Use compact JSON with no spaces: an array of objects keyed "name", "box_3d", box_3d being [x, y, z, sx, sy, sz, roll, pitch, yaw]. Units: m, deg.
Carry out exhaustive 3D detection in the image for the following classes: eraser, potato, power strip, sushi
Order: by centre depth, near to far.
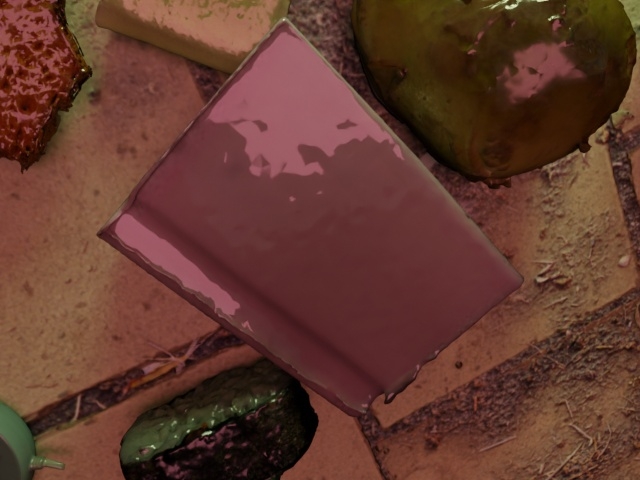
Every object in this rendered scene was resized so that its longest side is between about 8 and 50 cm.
[{"name":"potato","box_3d":[0.190,-0.211,0.456,0.300,0.196,0.246,44,88,-15]},{"name":"eraser","box_3d":[0.000,0.000,0.469,0.359,0.122,0.272,40,101,-19]},{"name":"power strip","box_3d":[-0.414,0.248,0.492,0.216,0.044,0.137,26,94,-15]},{"name":"sushi","box_3d":[-0.115,0.241,0.515,0.225,0.124,0.127,-24,106,-13]}]

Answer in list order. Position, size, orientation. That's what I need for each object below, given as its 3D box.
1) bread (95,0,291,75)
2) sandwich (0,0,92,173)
[{"name":"bread","box_3d":[-0.122,-0.254,0.445,0.178,0.060,0.139,18,98,-15]},{"name":"sandwich","box_3d":[-0.321,-0.176,0.416,0.159,0.079,0.235,32,97,-26]}]
